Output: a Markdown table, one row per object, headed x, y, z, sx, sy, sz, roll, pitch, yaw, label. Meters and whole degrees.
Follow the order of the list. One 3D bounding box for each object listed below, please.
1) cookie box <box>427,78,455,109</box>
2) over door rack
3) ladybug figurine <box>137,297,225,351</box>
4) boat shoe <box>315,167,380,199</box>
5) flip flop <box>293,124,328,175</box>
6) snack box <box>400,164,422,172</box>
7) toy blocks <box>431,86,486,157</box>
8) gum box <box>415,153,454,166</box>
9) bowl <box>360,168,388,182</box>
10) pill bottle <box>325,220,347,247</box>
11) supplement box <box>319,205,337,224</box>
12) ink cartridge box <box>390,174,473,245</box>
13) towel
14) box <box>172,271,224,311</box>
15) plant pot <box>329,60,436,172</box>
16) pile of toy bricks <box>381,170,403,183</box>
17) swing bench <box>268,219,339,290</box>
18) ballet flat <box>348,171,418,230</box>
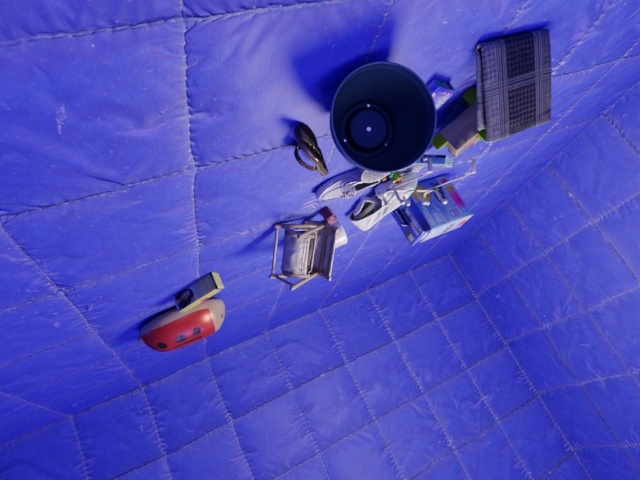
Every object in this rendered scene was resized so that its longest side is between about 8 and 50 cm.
| x | y | z | sx | sy | sz | roll | pitch | yaw | label |
| --- | --- | --- | --- | --- | --- | --- | --- | --- | --- |
| 0.388 | -0.491 | 1.456 | 0.107 | 0.040 | 0.092 | -9 | 154 | -44 | cookie box |
| 0.432 | -0.211 | 1.732 | 0.240 | 0.108 | 0.324 | -4 | 163 | -26 | over door rack |
| -0.690 | 0.441 | 2.202 | 0.449 | 0.162 | 0.305 | -20 | 160 | -21 | ladybug figurine |
| 0.112 | -0.212 | 1.724 | 0.267 | 0.088 | 0.096 | -23 | 161 | -13 | boat shoe |
| -0.038 | -0.271 | 1.374 | 0.080 | 0.112 | 0.277 | -16 | 168 | 9 | flip flop |
| 0.395 | -0.326 | 1.918 | 0.178 | 0.022 | 0.064 | -12 | 156 | -39 | snack box |
| 0.609 | -0.458 | 1.679 | 0.381 | 0.190 | 0.261 | -41 | 171 | 13 | toy blocks |
| 0.458 | -0.330 | 1.788 | 0.157 | 0.041 | 0.184 | 8 | -171 | 26 | gum box |
| 0.212 | -0.303 | 1.642 | 0.170 | 0.080 | 0.170 | -25 | 161 | -9 | bowl |
| 0.000 | 0.000 | 2.053 | 0.229 | 0.131 | 0.131 | -25 | 161 | -8 | pill bottle |
| 0.037 | -0.112 | 1.933 | 0.043 | 0.055 | 0.083 | -33 | 161 | 10 | supplement box |
| 0.519 | -0.148 | 2.164 | 0.395 | 0.270 | 0.151 | -19 | 158 | -24 | ink cartridge box |
| 0.649 | -0.515 | 1.449 | 0.312 | 0.324 | 0.056 | -21 | -157 | -20 | towel |
| -0.560 | 0.239 | 1.979 | 0.232 | 0.087 | 0.058 | -32 | 161 | 10 | box |
| 0.156 | -0.334 | 1.245 | 0.293 | 0.293 | 0.196 | -26 | -173 | -6 | plant pot |
| 0.303 | -0.287 | 1.765 | 0.118 | 0.105 | 0.212 | -21 | 159 | -18 | pile of toy bricks |
| -0.070 | 0.055 | 1.886 | 0.255 | 0.165 | 0.253 | -10 | 116 | -45 | swing bench |
| 0.272 | -0.182 | 1.986 | 0.139 | 0.139 | 0.400 | -8 | 154 | -45 | ballet flat |
